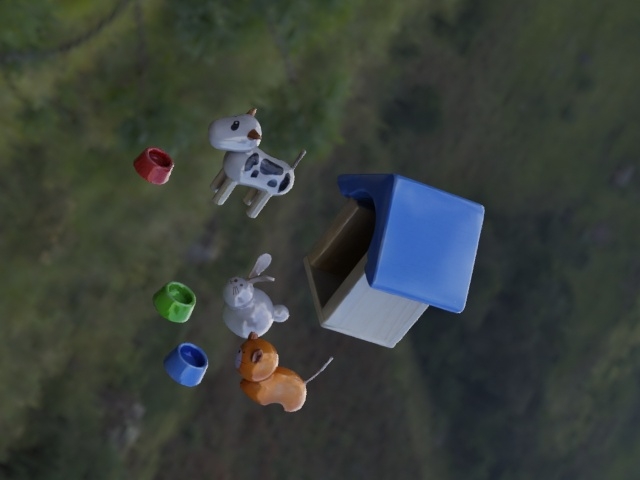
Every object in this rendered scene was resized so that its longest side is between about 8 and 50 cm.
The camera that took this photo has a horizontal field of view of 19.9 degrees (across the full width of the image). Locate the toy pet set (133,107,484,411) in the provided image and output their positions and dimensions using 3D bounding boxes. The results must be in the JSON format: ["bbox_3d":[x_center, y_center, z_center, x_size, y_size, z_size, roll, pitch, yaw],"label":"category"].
[{"bbox_3d":[0.000,0.000,0.673,0.065,0.114,0.122,-53,-146,31],"label":"toy pet set"}]
